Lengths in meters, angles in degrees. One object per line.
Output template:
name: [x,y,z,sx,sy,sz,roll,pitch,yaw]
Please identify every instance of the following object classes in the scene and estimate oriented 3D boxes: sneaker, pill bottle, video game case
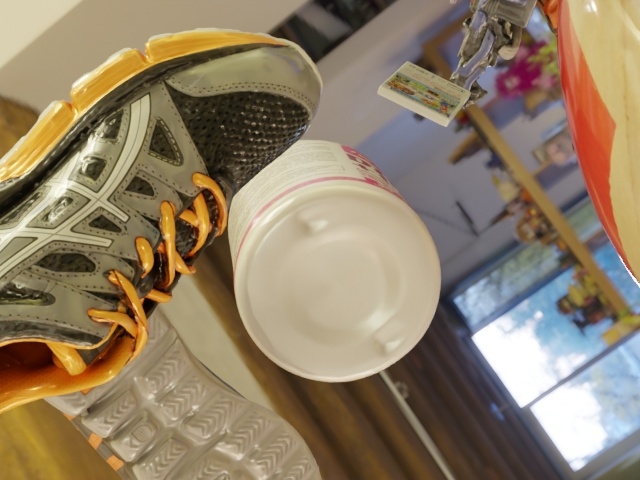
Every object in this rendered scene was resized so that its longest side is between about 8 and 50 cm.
sneaker: [-0.081,0.006,0.388,0.083,0.215,0.084,49,167,24]
pill bottle: [0.000,0.000,0.966,0.160,0.160,0.283,51,-176,-16]
video game case: [0.121,-0.170,1.272,0.087,0.011,0.122,28,-152,7]
sneaker: [-0.119,0.128,0.828,0.321,0.124,0.180,57,164,-20]

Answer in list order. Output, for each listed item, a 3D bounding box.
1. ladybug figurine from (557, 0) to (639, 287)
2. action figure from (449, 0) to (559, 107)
ladybug figurine: [0.258,-0.076,0.600,0.305,0.162,0.449,24,-140,-4]
action figure: [0.304,-0.345,1.621,0.330,0.341,0.178,22,-139,-8]
